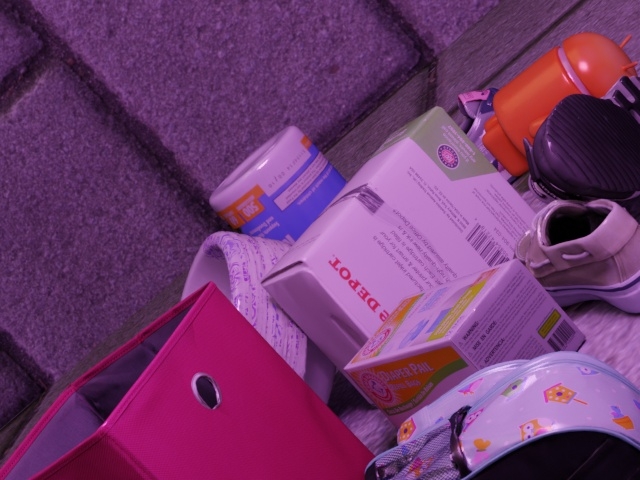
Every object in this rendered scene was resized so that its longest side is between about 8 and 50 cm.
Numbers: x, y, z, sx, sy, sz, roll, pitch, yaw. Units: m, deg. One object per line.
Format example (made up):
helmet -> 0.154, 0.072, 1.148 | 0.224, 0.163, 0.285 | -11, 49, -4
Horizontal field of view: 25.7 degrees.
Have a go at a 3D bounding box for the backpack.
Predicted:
backpack -> 0.140, 0.161, 0.896 | 0.188, 0.166, 0.144 | -34, 22, 28

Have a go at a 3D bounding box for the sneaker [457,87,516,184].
sneaker -> 0.264, -0.176, 1.922 | 0.319, 0.131, 0.112 | -42, 10, 1

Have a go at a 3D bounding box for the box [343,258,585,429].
box -> 0.131, 0.108, 1.327 | 0.114, 0.103, 0.203 | -47, 11, -28

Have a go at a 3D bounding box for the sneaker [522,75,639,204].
sneaker -> 0.272, -0.075, 1.462 | 0.146, 0.122, 0.330 | -41, -9, 28

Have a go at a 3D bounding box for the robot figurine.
robot figurine -> 0.307, -0.173, 1.765 | 0.219, 0.128, 0.158 | -38, -24, 24

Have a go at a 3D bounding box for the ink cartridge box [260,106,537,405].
ink cartridge box -> 0.096, 0.018, 1.564 | 0.273, 0.198, 0.114 | -48, 11, -30

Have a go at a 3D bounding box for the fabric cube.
fabric cube -> -0.142, 0.248, 1.355 | 0.259, 0.258, 0.254 | -36, 11, 34

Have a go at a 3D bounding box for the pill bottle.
pill bottle -> 0.000, 0.000, 1.793 | 0.152, 0.272, 0.152 | -40, 10, 8

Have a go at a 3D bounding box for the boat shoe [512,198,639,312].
boat shoe -> 0.250, 0.000, 1.343 | 0.109, 0.094, 0.302 | -44, 10, -10

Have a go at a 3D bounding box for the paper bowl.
paper bowl -> -0.077, 0.138, 1.667 | 0.284, 0.148, 0.284 | -170, 90, -70
